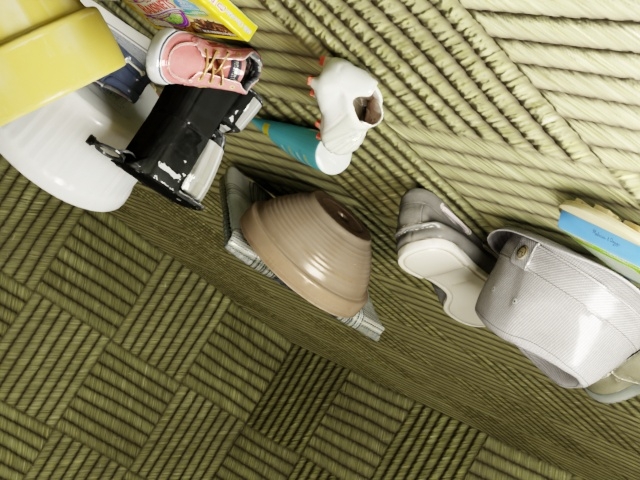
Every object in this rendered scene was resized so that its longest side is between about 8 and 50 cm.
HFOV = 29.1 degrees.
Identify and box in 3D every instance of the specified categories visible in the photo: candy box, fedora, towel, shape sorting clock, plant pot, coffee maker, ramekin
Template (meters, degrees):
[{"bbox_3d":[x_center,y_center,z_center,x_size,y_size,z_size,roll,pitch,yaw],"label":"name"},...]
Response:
[{"bbox_3d":[-0.167,-0.273,1.407,0.105,0.027,0.206,40,167,-37],"label":"candy box"},{"bbox_3d":[0.288,0.096,1.493,0.244,0.124,0.275,40,174,-39],"label":"fedora"},{"bbox_3d":[-0.034,0.011,2.057,0.312,0.056,0.324,32,-165,-19],"label":"towel"},{"bbox_3d":[0.337,0.018,1.284,0.206,0.040,0.206,32,-179,-1],"label":"shape sorting clock"},{"bbox_3d":[-0.398,-0.265,1.485,0.239,0.254,0.254,65,161,-11],"label":"plant pot"},{"bbox_3d":[-0.179,-0.152,1.598,0.120,0.178,0.171,22,169,34],"label":"coffee maker"},{"bbox_3d":[0.000,0.000,1.902,0.237,0.110,0.237,38,-165,-12],"label":"plant pot"},{"bbox_3d":[-0.347,-0.186,1.764,0.277,0.135,0.277,38,-158,-19],"label":"ramekin"}]

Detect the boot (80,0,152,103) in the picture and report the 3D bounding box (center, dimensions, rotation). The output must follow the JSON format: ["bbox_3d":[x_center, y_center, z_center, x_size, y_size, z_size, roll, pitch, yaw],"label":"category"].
[{"bbox_3d":[-0.310,-0.269,1.682,0.190,0.086,0.069,32,170,-3],"label":"boot"}]

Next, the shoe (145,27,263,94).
[{"bbox_3d":[-0.128,-0.203,1.405,0.081,0.063,0.178,13,-170,16],"label":"shoe"}]

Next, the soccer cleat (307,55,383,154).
[{"bbox_3d":[0.035,-0.138,1.367,0.076,0.068,0.196,25,166,16],"label":"soccer cleat"}]

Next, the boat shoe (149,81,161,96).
[{"bbox_3d":[-0.312,-0.189,1.943,0.178,0.064,0.060,-22,122,36],"label":"boat shoe"}]

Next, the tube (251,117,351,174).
[{"bbox_3d":[-0.029,-0.131,1.656,0.080,0.052,0.207,44,171,-28],"label":"tube"}]

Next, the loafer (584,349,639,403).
[{"bbox_3d":[0.419,0.156,1.641,0.087,0.094,0.251,57,158,-3],"label":"loafer"}]

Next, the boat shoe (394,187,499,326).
[{"bbox_3d":[0.193,0.028,1.691,0.112,0.095,0.335,-14,153,22],"label":"boat shoe"}]
